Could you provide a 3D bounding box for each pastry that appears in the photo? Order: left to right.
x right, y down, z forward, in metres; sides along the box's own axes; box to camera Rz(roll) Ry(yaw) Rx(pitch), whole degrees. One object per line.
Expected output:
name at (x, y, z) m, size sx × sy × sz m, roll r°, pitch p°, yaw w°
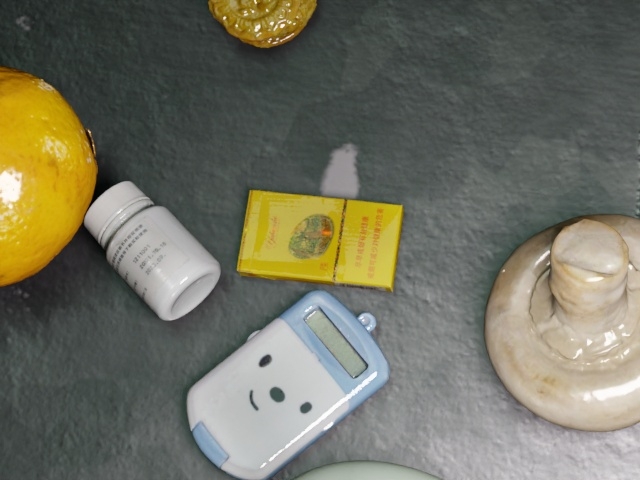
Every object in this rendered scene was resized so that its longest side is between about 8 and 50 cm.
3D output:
pastry at (-0.058, -0.246, 1.945) m, size 0.109 × 0.057 × 0.097 m, roll -14°, pitch 78°, yaw 7°

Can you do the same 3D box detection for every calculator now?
calculator at (-0.030, 0.138, 1.839) m, size 0.210 × 0.039 × 0.121 m, roll -38°, pitch 74°, yaw -4°

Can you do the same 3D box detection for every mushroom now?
mushroom at (0.261, 0.069, 1.741) m, size 0.206 × 0.209 × 0.206 m, roll 5°, pitch 73°, yaw -18°

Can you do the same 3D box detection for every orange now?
orange at (-0.326, -0.063, 1.853) m, size 0.219 × 0.193 × 0.219 m, roll -11°, pitch 49°, yaw 13°

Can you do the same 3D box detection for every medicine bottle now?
medicine bottle at (-0.166, 0.009, 1.873) m, size 0.080 × 0.080 × 0.130 m, roll -43°, pitch 72°, yaw -5°

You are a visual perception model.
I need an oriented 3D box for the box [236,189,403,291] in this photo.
box at (0.000, 0.000, 1.882) m, size 0.155 × 0.023 × 0.087 m, roll 6°, pitch 78°, yaw 10°

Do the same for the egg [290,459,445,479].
egg at (0.065, 0.292, 1.706) m, size 0.264 × 0.183 × 0.183 m, roll 11°, pitch 76°, yaw 3°
